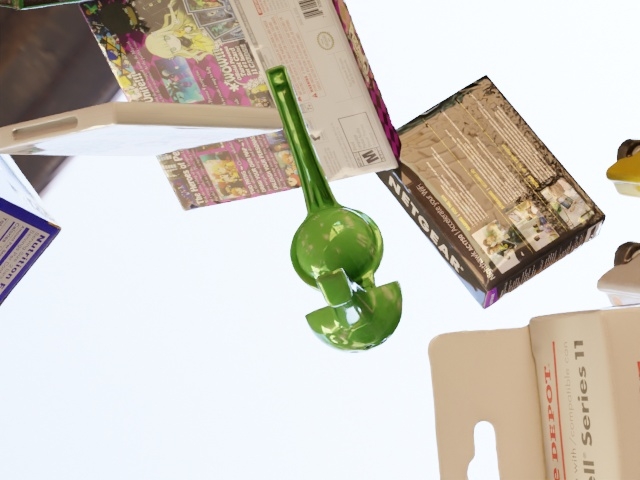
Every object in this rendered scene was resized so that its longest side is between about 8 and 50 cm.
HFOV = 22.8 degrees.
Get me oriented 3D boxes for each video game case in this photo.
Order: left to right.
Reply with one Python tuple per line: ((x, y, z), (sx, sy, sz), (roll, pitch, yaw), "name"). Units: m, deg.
((-0.130, -0.075, 1.097), (0.157, 0.143, 0.019), (-3, -94, -48), "video game case")
((-0.065, -0.140, 1.355), (0.210, 0.041, 0.232), (-12, -54, 19), "video game case")

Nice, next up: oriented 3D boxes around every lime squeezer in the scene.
((0.000, 0.000, 0.908), (0.059, 0.310, 0.110), (-35, -66, 10), "lime squeezer")

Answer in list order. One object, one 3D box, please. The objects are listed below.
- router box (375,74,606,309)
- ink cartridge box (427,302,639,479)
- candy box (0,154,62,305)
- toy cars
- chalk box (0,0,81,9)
((0.147, -0.046, 1.424), (0.133, 0.179, 0.046), (-31, -21, -15), "router box")
((0.261, 0.140, 1.050), (0.354, 0.119, 0.207), (-4, -94, -17), "ink cartridge box")
((-0.387, -0.095, 1.235), (0.122, 0.268, 0.317), (-47, -33, 7), "candy box")
((0.335, -0.026, 1.343), (0.177, 0.393, 0.087), (-16, -68, 19), "toy cars")
((-0.214, -0.254, 1.230), (0.132, 0.213, 0.132), (-15, -69, -40), "chalk box")
